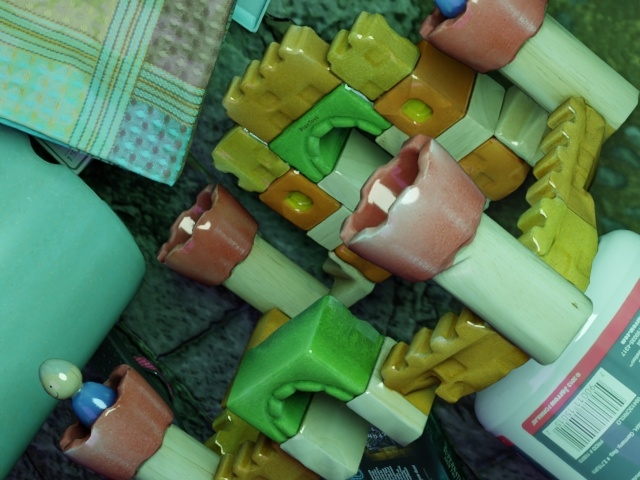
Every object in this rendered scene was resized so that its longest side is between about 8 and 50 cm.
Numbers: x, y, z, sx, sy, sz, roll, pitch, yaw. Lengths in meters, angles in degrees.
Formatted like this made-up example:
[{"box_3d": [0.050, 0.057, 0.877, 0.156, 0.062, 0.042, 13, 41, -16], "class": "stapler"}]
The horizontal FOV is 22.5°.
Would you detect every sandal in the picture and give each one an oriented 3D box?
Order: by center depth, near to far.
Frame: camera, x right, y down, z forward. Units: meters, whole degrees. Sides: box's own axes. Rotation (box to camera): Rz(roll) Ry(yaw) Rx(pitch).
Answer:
[{"box_3d": [-0.186, 0.144, 1.647, 0.067, 0.040, 0.179, -40, 83, 40], "class": "sandal"}]

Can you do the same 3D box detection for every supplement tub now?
[{"box_3d": [0.272, 0.140, 1.221, 0.272, 0.191, 0.191, 39, 136, 1], "class": "supplement tub"}]

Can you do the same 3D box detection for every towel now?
[{"box_3d": [-0.250, -0.211, 1.242, 0.370, 0.040, 0.271, 21, 125, -1], "class": "towel"}]

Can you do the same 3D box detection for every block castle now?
[{"box_3d": [0.000, 0.000, 1.183, 0.213, 0.303, 0.453, 37, 136, -16], "class": "block castle"}]

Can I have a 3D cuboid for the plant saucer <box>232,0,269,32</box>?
[{"box_3d": [-0.045, -0.249, 1.247, 0.067, 0.018, 0.192, 35, 137, 5], "class": "plant saucer"}]

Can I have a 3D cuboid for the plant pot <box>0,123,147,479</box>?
[{"box_3d": [-0.353, 0.076, 1.439, 0.341, 0.334, 0.341, 34, 159, 15], "class": "plant pot"}]

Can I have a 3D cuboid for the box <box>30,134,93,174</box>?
[{"box_3d": [-0.256, -0.214, 1.365, 0.290, 0.087, 0.169, 43, 136, -4], "class": "box"}]

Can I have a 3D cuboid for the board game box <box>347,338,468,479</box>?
[{"box_3d": [0.054, 0.176, 1.514, 0.126, 0.026, 0.186, -6, 120, 37], "class": "board game box"}]
